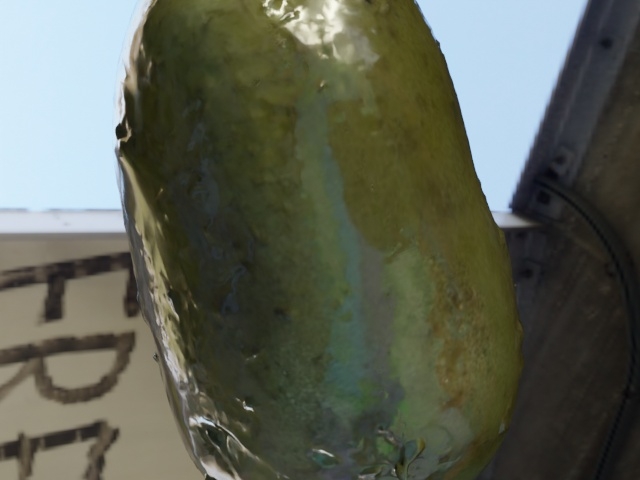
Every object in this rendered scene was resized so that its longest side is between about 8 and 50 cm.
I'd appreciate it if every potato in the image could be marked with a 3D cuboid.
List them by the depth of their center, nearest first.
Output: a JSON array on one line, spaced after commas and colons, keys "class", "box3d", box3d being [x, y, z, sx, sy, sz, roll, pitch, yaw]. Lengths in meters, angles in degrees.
[{"class": "potato", "box3d": [-0.006, -0.011, 0.661, 0.270, 0.219, 0.359, -135, -149, -69]}]
